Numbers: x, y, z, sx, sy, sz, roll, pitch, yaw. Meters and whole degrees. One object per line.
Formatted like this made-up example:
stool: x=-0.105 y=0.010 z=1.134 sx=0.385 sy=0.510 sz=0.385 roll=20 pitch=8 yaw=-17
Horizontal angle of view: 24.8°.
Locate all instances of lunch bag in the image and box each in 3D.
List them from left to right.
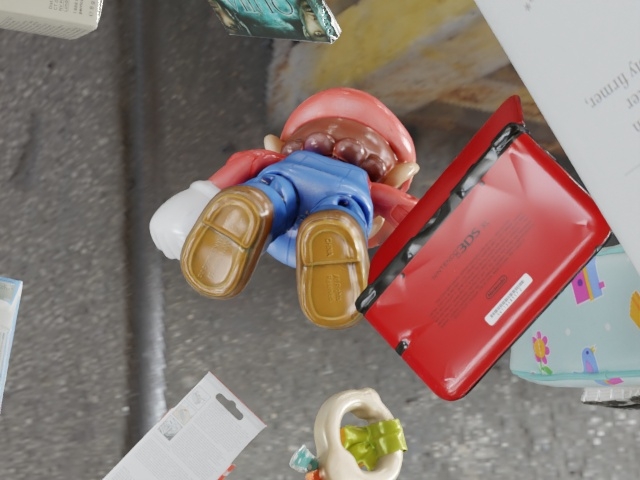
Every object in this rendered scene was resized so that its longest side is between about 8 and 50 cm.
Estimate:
lunch bag: x=0.294 y=0.055 z=1.127 sx=0.224 sy=0.279 sz=0.107 roll=0 pitch=84 yaw=-33

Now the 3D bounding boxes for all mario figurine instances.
mario figurine: x=0.000 y=0.000 z=1.113 sx=0.198 sy=0.170 sz=0.320 roll=49 pitch=20 yaw=-3

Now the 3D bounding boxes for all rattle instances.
rattle: x=-0.002 y=0.260 z=1.706 sx=0.200 sy=0.143 sz=0.130 roll=-39 pitch=113 yaw=-46

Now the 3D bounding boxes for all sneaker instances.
sneaker: x=0.354 y=0.129 z=1.542 sx=0.081 sy=0.208 sz=0.094 roll=13 pitch=76 yaw=-32

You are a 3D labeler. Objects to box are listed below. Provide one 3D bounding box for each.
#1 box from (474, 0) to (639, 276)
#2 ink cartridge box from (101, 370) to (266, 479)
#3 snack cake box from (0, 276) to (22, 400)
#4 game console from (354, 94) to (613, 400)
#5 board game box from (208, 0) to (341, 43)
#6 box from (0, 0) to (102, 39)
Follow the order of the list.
box: x=0.144 y=-0.191 z=0.507 sx=0.168 sy=0.215 sz=0.345 roll=-19 pitch=76 yaw=-42
ink cartridge box: x=-0.099 y=0.159 z=1.072 sx=0.063 sy=0.029 sz=0.115 roll=43 pitch=85 yaw=11
snack cake box: x=-0.436 y=0.153 z=1.663 sx=0.152 sy=0.264 sz=0.089 roll=12 pitch=39 yaw=-9
game console: x=0.095 y=0.002 z=0.844 sx=0.124 sy=0.144 sz=0.085 roll=47 pitch=21 yaw=21
board game box: x=-0.071 y=-0.289 z=1.698 sx=0.026 sy=0.186 sz=0.126 roll=-50 pitch=129 yaw=-23
box: x=-0.326 y=-0.240 z=1.227 sx=0.275 sy=0.113 sz=0.094 roll=7 pitch=89 yaw=-23
